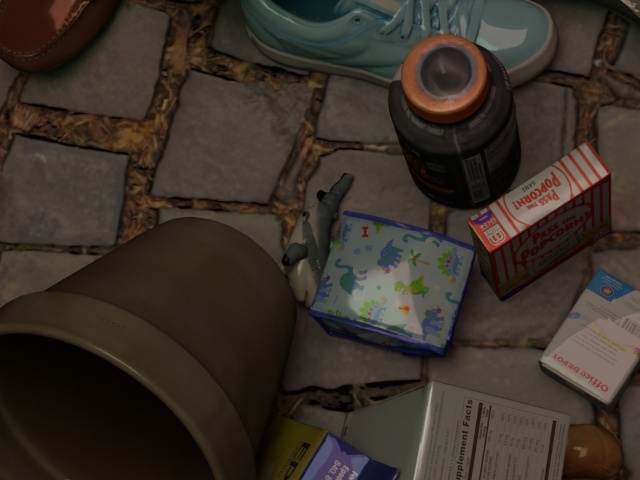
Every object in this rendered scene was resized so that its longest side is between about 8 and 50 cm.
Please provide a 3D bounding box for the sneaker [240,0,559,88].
[{"bbox_3d":[0.080,-0.246,1.828,0.365,0.150,0.135,4,75,11],"label":"sneaker"}]

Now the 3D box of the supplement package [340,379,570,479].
[{"bbox_3d":[0.110,0.264,1.587,0.145,0.262,0.204,15,74,-13],"label":"supplement package"}]

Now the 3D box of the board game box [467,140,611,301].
[{"bbox_3d":[0.231,-0.016,1.706,0.146,0.193,0.045,-33,70,-1],"label":"board game box"}]

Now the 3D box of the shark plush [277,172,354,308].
[{"bbox_3d":[0.000,0.000,1.834,0.067,0.073,0.161,24,56,-3],"label":"shark plush"}]

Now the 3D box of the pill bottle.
[{"bbox_3d":[0.142,-0.131,1.730,0.130,0.246,0.131,-3,72,9],"label":"pill bottle"}]

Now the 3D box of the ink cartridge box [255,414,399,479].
[{"bbox_3d":[-0.067,0.322,1.602,0.072,0.307,0.304,34,80,-9],"label":"ink cartridge box"}]

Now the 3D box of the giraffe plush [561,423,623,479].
[{"bbox_3d":[0.264,0.259,1.651,0.210,0.181,0.171,-25,54,38],"label":"giraffe plush"}]

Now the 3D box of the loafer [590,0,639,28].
[{"bbox_3d":[0.258,-0.317,1.846,0.319,0.112,0.111,40,88,26],"label":"loafer"}]

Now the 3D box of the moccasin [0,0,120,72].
[{"bbox_3d":[-0.268,-0.369,1.930,0.139,0.147,0.380,33,81,18],"label":"moccasin"}]

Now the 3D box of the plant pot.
[{"bbox_3d":[-0.169,0.128,1.671,0.323,0.323,0.280,21,45,16],"label":"plant pot"}]

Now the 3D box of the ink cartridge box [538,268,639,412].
[{"bbox_3d":[0.299,0.107,1.730,0.088,0.052,0.122,32,80,18],"label":"ink cartridge box"}]

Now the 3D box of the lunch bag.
[{"bbox_3d":[0.083,0.051,1.764,0.151,0.096,0.129,11,75,23],"label":"lunch bag"}]
